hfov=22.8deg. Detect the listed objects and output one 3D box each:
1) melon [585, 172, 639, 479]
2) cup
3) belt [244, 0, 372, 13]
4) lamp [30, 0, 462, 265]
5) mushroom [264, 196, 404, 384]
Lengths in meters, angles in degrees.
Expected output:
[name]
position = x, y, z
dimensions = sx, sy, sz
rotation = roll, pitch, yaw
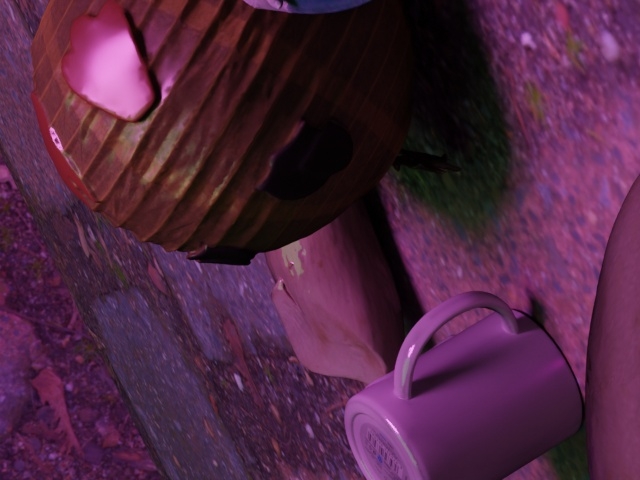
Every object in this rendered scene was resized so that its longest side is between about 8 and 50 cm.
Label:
[melon]
position = 0.208, 0.068, 0.478
dimensions = 0.272, 0.272, 0.308
rotation = -159, 68, -63
[cup]
position = 0.088, 0.100, 1.051
dimensions = 0.099, 0.133, 0.136
rotation = 1, 117, 66
[belt]
position = 0.014, -0.288, 0.580
dimensions = 0.300, 0.173, 0.436
rotation = 43, 144, 22
[lamp]
position = -0.039, -0.097, 0.997
dimensions = 0.284, 0.250, 0.250
rotation = 27, 167, -14
[mushroom]
position = 0.000, -0.001, 1.214
dimensions = 0.108, 0.096, 0.247
rotation = -96, -8, -65
